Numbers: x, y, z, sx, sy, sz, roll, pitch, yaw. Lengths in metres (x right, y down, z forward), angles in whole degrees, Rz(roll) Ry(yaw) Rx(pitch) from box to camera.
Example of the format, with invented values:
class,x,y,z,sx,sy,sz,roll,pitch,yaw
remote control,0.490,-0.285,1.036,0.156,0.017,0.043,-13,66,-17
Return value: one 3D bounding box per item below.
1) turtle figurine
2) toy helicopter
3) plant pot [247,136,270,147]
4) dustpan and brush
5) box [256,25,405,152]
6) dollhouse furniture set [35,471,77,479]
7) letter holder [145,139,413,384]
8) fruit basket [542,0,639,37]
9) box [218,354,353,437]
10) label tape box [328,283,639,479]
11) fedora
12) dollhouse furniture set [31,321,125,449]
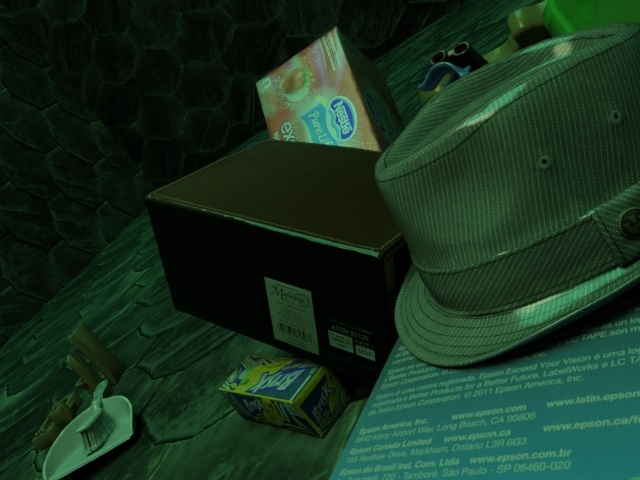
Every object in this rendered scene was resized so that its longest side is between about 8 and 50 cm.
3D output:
class,x,y,z,sx,sy,sz,roll,pitch,yaw
turtle figurine,0.219,-0.089,0.781,0.198,0.274,0.266,-58,-5,7
toy helicopter,0.315,-0.281,0.975,0.355,0.140,0.235,-22,-15,32
plant pot,-0.093,-0.045,1.080,0.212,0.236,0.236,-36,15,-20
dustpan and brush,-0.351,0.277,1.014,0.147,0.060,0.211,-29,8,-2
box,0.036,-0.120,0.894,0.154,0.142,0.300,-29,58,24
dollhouse furniture set,-0.420,0.390,0.939,0.151,0.059,0.076,-23,4,-21
letter holder,0.000,0.000,0.713,0.301,0.152,0.214,14,35,34
fruit basket,0.424,-0.243,0.624,0.392,0.392,0.283,-32,62,18
box,-0.043,0.168,0.713,0.059,0.054,0.169,-48,21,-29
label tape box,0.175,0.075,0.432,0.249,0.115,0.348,-22,20,40
fedora,0.136,-0.053,0.443,0.275,0.124,0.244,-32,16,13
dollhouse furniture set,-0.478,0.267,1.194,0.151,0.123,0.144,-33,18,14
